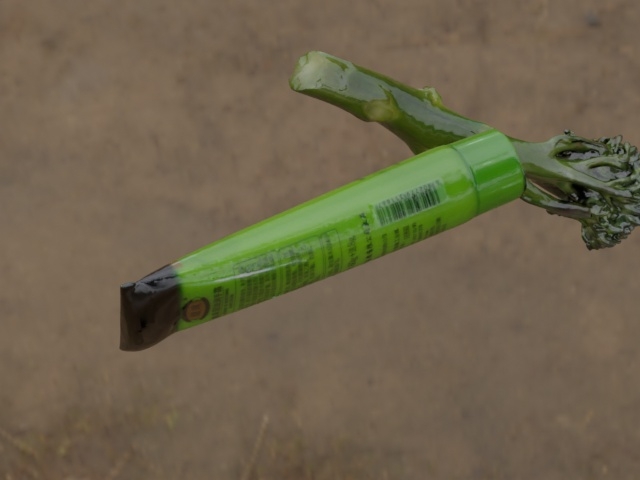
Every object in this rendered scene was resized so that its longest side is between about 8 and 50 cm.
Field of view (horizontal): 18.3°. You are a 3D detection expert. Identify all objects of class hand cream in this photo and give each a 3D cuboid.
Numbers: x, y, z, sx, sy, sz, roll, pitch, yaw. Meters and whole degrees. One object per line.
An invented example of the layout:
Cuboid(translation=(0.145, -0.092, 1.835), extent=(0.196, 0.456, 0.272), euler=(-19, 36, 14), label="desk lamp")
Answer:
Cuboid(translation=(0.000, 0.000, 0.550), extent=(0.122, 0.036, 0.023), euler=(-23, 66, -18), label="hand cream")

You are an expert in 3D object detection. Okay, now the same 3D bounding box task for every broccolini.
Cuboid(translation=(0.079, -0.056, 0.980), extent=(0.067, 0.216, 0.058), euler=(-1, 68, 59), label="broccolini")
